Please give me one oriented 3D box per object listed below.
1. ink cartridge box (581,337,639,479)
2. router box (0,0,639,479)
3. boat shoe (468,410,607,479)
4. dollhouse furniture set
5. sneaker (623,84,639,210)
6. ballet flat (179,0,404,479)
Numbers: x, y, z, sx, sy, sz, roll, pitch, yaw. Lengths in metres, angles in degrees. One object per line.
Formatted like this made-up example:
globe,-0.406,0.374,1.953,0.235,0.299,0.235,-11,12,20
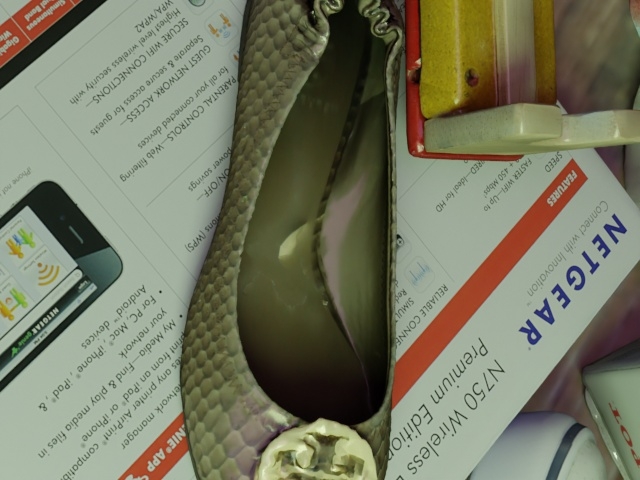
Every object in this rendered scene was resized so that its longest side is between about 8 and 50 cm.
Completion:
ink cartridge box,0.212,0.104,0.751,0.092,0.218,0.159,-25,89,-14
router box,-0.055,-0.006,0.708,0.301,0.082,0.335,52,58,-11
boat shoe,0.128,0.260,0.743,0.156,0.136,0.367,4,87,24
dollhouse furniture set,0.101,-0.220,0.763,0.201,0.152,0.374,0,90,-40
sneaker,0.204,-0.079,0.843,0.094,0.080,0.212,7,85,-21
ballet flat,0.000,0.000,0.655,0.084,0.058,0.250,15,71,-29
